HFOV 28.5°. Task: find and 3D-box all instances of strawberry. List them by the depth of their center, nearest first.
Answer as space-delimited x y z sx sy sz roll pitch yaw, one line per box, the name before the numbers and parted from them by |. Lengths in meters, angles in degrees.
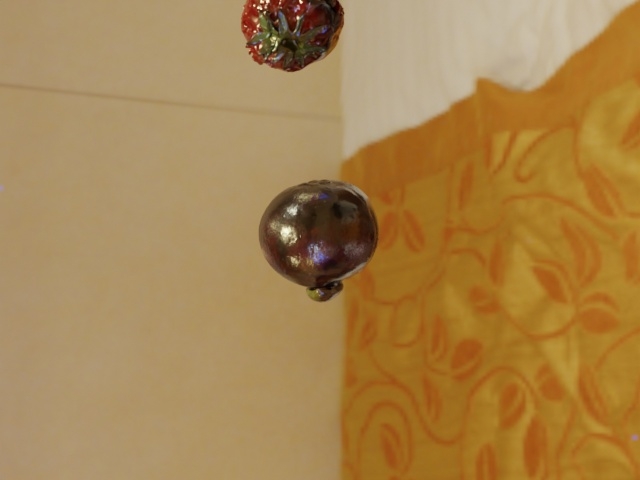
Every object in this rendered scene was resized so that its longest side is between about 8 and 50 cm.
strawberry | -0.028 -0.209 1.165 0.106 0.106 0.106 -176 90 -66

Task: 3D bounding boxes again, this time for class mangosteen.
mangosteen | 0.000 0.000 1.521 0.152 0.152 0.152 -176 90 -66
